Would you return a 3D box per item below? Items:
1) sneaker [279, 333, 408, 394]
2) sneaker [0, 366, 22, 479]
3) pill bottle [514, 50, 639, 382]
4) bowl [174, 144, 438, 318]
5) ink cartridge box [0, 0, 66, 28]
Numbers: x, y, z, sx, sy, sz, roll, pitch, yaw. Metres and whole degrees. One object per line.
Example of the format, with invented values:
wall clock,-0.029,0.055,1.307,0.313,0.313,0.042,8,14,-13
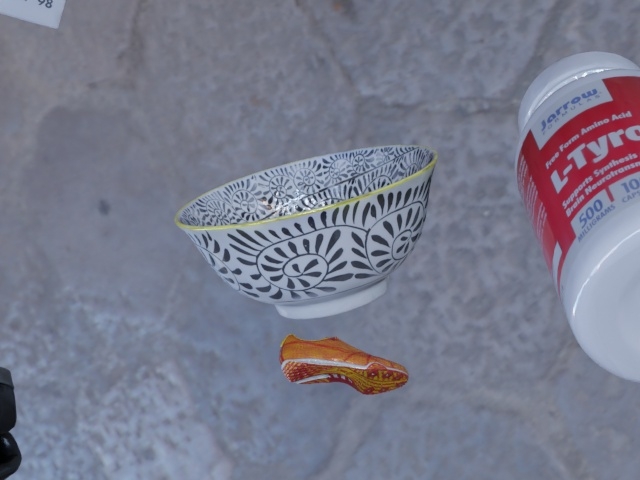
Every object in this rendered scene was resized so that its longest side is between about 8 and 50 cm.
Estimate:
sneaker,0.033,0.151,1.636,0.067,0.175,0.064,-95,28,-43
sneaker,-0.338,0.126,1.093,0.293,0.146,0.102,75,178,-49
pill bottle,0.345,-0.048,1.436,0.229,0.408,0.229,-2,123,-4
bowl,0.000,0.000,0.818,0.170,0.170,0.080,-3,108,40
ink cartridge box,-0.233,-0.209,0.931,0.180,0.104,0.060,-111,39,-61
